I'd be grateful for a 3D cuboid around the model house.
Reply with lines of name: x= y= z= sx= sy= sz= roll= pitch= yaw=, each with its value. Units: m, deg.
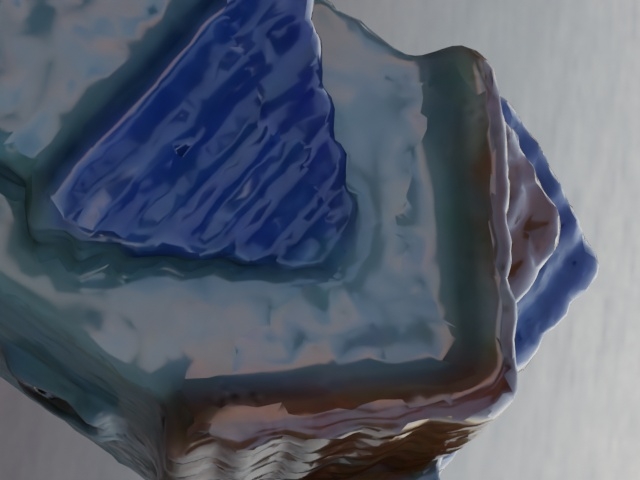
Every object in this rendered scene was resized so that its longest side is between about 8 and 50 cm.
model house: x=0.000 y=0.000 z=0.549 sx=0.252 sy=0.329 sz=0.295 roll=-45 pitch=171 yaw=-16
